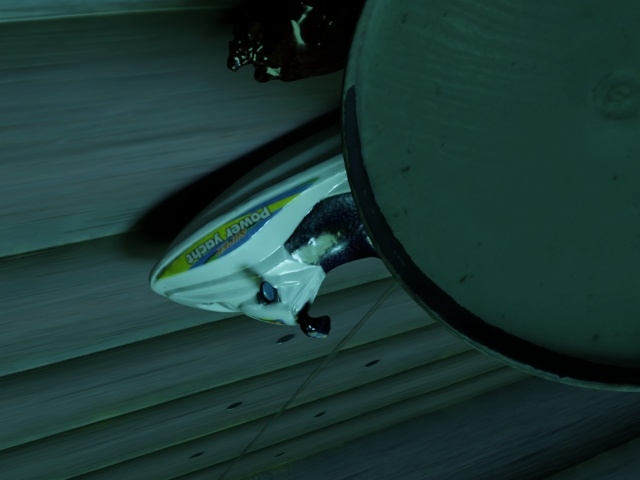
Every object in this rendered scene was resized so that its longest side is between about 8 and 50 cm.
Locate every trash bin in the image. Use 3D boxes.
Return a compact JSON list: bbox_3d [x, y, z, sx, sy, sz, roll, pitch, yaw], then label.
[{"bbox_3d":[0.204,-0.049,0.553,0.280,0.280,0.432,-32,165,19],"label":"trash bin"}]

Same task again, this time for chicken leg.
[{"bbox_3d":[0.045,-0.144,0.533,0.219,0.048,0.089,-21,162,-9],"label":"chicken leg"}]

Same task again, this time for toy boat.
[{"bbox_3d":[0.002,-0.008,0.703,0.269,0.141,0.141,-39,159,-2],"label":"toy boat"}]
